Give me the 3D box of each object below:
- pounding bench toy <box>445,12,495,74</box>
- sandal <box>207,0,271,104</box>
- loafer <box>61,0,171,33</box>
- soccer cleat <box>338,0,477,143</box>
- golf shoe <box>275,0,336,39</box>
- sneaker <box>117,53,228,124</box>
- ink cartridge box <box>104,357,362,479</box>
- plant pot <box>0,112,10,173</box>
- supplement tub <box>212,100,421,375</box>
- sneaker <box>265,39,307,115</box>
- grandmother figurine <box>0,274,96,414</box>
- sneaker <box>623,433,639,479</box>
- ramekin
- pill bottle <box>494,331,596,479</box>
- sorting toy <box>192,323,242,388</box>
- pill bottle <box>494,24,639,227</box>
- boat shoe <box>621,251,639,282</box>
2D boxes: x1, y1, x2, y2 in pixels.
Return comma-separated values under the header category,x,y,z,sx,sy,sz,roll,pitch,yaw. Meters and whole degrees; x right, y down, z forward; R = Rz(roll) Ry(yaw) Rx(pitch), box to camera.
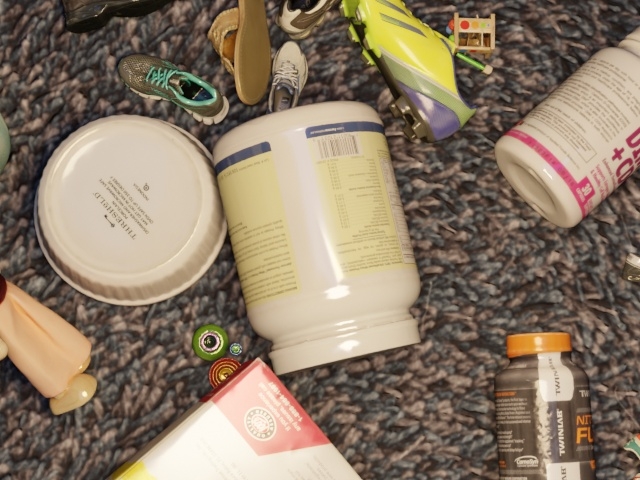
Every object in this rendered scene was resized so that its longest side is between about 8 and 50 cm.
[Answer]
category,x,y,z,sx,sy,sz,roll,pitch,yaw
pounding bench toy,0.213,-0.278,1.866,0.065,0.052,0.083,1,83,-2
sandal,-0.121,-0.300,1.855,0.079,0.088,0.240,-4,74,28
loafer,-0.285,-0.348,1.848,0.170,0.062,0.061,-16,79,-6
soccer cleat,0.120,-0.276,1.827,0.121,0.093,0.289,-30,99,-9
golf shoe,0.011,-0.376,1.849,0.077,0.094,0.198,32,80,5
sneaker,-0.206,-0.222,1.826,0.166,0.076,0.065,22,81,0
ink cartridge box,-0.146,0.378,1.673,0.384,0.160,0.279,-39,93,-12
plant pot,-0.551,-0.143,1.698,0.247,0.252,0.248,-44,65,-7
supplement tub,0.000,0.000,1.726,0.235,0.235,0.325,-12,83,-4
sneaker,-0.046,-0.220,1.843,0.052,0.058,0.135,8,82,-2
grandmother figurine,-0.426,0.071,1.678,0.104,0.208,0.342,-40,122,-5
sneaker,0.476,0.338,1.803,0.075,0.057,0.161,-25,85,11
ramekin,-0.260,-0.048,1.775,0.272,0.127,0.273,0,82,-3
pill bottle,0.302,0.247,1.762,0.130,0.130,0.246,-2,83,-3
sorting toy,-0.136,0.160,1.796,0.061,0.042,0.102,-28,84,-6
pill bottle,0.393,-0.165,1.804,0.283,0.160,0.160,-42,86,-7
boat shoe,0.494,0.059,1.842,0.142,0.049,0.040,22,101,2
